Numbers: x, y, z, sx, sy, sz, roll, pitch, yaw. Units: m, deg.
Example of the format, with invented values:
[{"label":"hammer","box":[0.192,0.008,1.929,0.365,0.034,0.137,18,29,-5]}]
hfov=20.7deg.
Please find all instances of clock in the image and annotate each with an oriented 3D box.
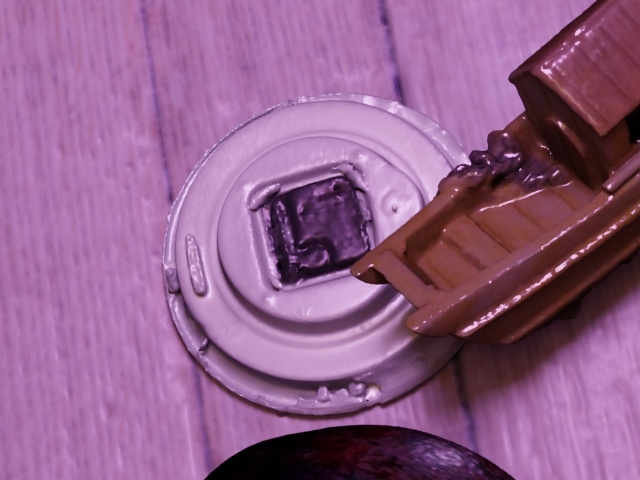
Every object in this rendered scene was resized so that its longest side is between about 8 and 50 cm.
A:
[{"label":"clock","box":[0.000,0.000,1.185,0.236,0.053,0.236,-5,68,12]}]

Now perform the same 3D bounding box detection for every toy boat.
[{"label":"toy boat","box":[0.210,-0.095,1.101,0.445,0.162,0.136,-42,49,-7]}]

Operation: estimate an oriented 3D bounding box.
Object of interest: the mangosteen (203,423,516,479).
[{"label":"mangosteen","box":[0.033,0.247,0.956,0.300,0.300,0.300,-4,69,11]}]
